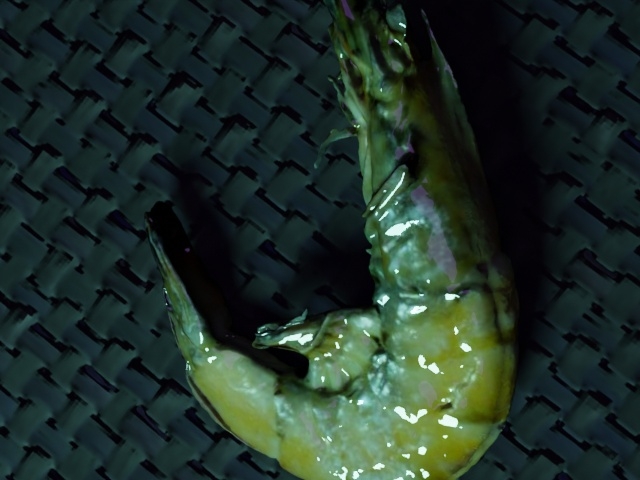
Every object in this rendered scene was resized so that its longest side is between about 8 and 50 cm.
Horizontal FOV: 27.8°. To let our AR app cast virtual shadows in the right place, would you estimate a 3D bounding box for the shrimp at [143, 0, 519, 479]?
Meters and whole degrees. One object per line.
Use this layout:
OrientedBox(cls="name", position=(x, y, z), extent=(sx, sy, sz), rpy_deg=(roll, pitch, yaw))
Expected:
OrientedBox(cls="shrimp", position=(0.000, 0.000, 0.527), extent=(0.150, 0.051, 0.217), rpy_deg=(-9, 91, 19))
